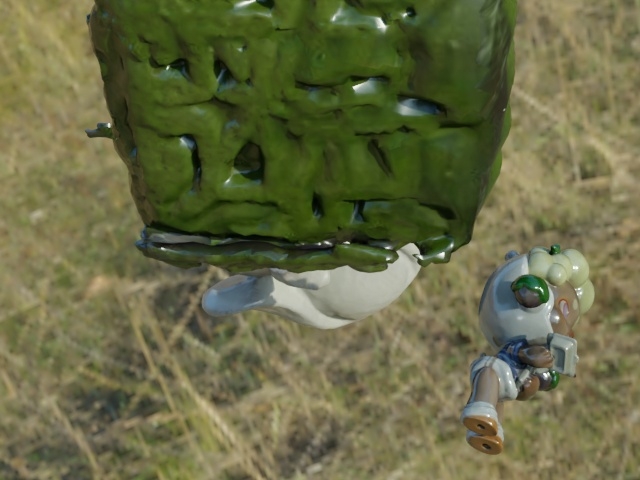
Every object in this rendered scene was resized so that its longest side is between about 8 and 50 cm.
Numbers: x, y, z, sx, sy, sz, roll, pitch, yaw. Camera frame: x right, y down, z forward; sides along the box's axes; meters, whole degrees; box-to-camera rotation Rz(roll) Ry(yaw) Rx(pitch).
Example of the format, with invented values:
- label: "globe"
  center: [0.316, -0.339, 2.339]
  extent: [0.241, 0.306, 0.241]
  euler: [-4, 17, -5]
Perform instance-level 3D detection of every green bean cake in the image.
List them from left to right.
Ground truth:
- label: "green bean cake"
  center: [-0.015, -0.152, 1.243]
  extent: [0.335, 0.319, 0.218]
  euler: [-2, 40, 6]

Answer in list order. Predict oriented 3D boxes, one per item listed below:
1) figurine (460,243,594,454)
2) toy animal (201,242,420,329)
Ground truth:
- label: "figurine"
  center: [0.173, 0.086, 1.328]
  extent: [0.094, 0.147, 0.197]
  euler: [3, 51, 15]
- label: "toy animal"
  center: [0.000, 0.000, 1.748]
  extent: [0.272, 0.265, 0.206]
  euler: [-39, 55, 8]
